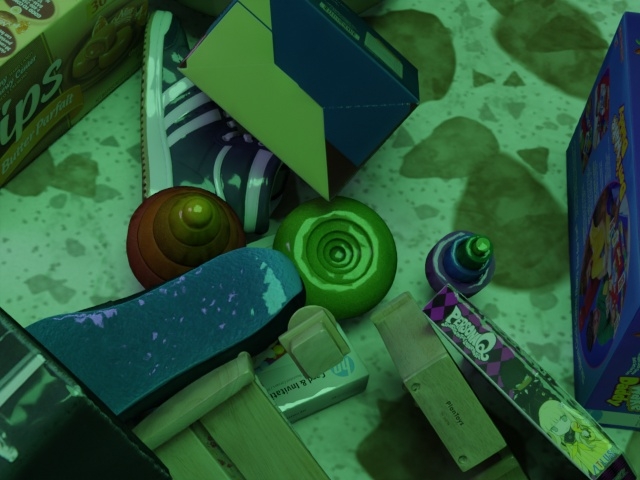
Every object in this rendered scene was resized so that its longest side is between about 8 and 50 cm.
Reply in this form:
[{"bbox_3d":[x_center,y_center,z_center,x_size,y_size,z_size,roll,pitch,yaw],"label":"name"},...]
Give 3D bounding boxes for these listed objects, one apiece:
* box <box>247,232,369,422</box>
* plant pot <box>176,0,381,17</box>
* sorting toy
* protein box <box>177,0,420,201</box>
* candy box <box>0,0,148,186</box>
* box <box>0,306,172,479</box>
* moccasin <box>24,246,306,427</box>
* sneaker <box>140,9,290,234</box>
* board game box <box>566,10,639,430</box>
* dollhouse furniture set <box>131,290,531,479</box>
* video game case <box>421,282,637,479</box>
[{"bbox_3d":[-0.061,0.094,1.423,0.145,0.038,0.186,-21,63,-21],"label":"box"},{"bbox_3d":[-0.049,-0.441,1.604,0.323,0.280,0.323,3,43,-3],"label":"plant pot"},{"bbox_3d":[0.000,0.000,1.379,0.365,0.126,0.127,5,74,-9],"label":"sorting toy"},{"bbox_3d":[-0.015,-0.174,1.458,0.200,0.136,0.201,41,14,-8],"label":"protein box"},{"bbox_3d":[-0.309,-0.175,1.481,0.087,0.183,0.316,35,58,16],"label":"candy box"},{"bbox_3d":[-0.459,0.175,1.081,0.480,0.297,0.472,39,77,18],"label":"box"},{"bbox_3d":[-0.165,0.120,1.333,0.342,0.117,0.137,-19,71,8],"label":"moccasin"},{"bbox_3d":[-0.113,-0.121,1.524,0.153,0.099,0.282,-1,61,-6],"label":"sneaker"},{"bbox_3d":[0.315,-0.020,1.434,0.078,0.233,0.347,7,56,-3],"label":"board game box"},{"bbox_3d":[-0.014,0.223,1.314,0.355,0.174,0.303,-33,106,3],"label":"dollhouse furniture set"},{"bbox_3d":[0.196,0.144,1.316,0.042,0.232,0.210,-45,70,1],"label":"video game case"}]
